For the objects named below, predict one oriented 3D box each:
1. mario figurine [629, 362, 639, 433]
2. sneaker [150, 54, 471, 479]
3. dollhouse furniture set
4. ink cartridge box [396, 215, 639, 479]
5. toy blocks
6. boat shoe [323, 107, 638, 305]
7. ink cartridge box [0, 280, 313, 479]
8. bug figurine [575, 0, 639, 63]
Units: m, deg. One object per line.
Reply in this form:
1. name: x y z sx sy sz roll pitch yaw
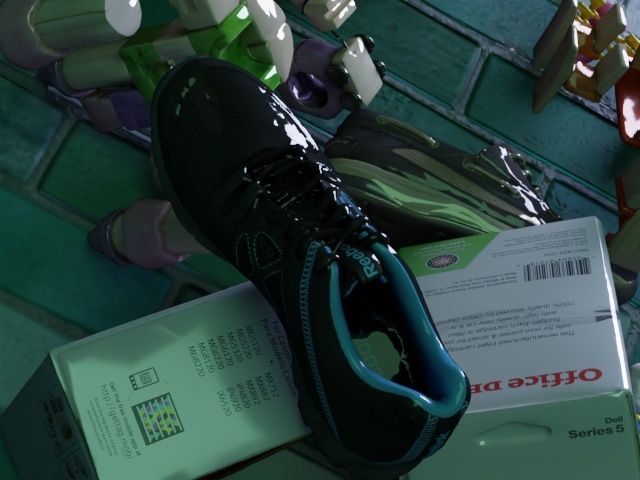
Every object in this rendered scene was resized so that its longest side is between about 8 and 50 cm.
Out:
1. mario figurine: 0.316 0.201 1.361 0.321 0.198 0.170 9 86 -22
2. sneaker: 0.000 0.000 0.994 0.125 0.139 0.341 -29 81 -26
3. dollhouse furniture set: 0.339 -0.103 1.422 0.262 0.135 0.259 20 43 -10
4. ink cartridge box: 0.168 0.106 1.236 0.198 0.114 0.273 -9 30 11
5. toy blocks: -0.155 -0.161 1.301 0.309 0.260 0.288 -54 127 -40
6. boat shoe: 0.167 -0.036 1.409 0.355 0.132 0.130 22 68 -13
7. ink cartridge box: -0.102 0.135 1.161 0.272 0.309 0.130 -19 81 -23
8. bug figurine: 0.386 -0.226 1.577 0.216 0.072 0.279 -43 96 -19
